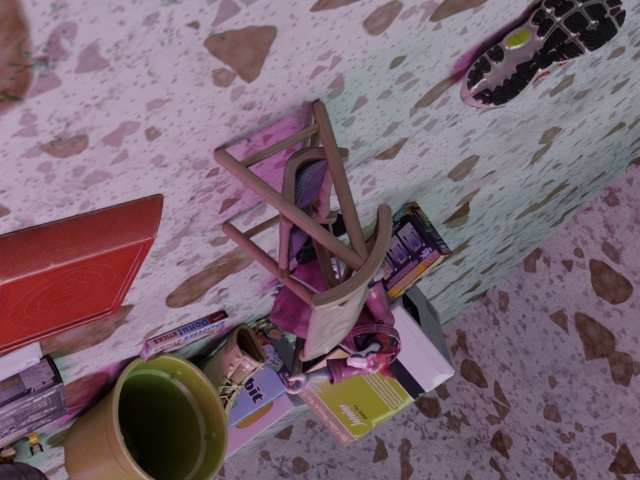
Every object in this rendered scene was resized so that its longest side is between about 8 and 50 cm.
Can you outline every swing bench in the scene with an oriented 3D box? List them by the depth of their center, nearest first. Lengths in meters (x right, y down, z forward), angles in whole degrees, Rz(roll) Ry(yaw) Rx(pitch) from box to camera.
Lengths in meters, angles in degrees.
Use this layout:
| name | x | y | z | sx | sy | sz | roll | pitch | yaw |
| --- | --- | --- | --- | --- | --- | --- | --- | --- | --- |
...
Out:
| name | x | y | z | sx | sy | sz | roll | pitch | yaw |
| --- | --- | --- | --- | --- | --- | --- | --- | --- | --- |
| swing bench | -0.011 | 0.000 | 1.079 | 0.165 | 0.254 | 0.253 | -29 | 163 | -16 |

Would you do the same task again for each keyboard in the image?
| name | x | y | z | sx | sy | sz | roll | pitch | yaw |
| --- | --- | --- | --- | --- | --- | --- | --- | --- | --- |
| keyboard | -0.530 | 0.216 | 1.145 | 0.256 | 0.014 | 0.072 | -26 | 157 | -24 |

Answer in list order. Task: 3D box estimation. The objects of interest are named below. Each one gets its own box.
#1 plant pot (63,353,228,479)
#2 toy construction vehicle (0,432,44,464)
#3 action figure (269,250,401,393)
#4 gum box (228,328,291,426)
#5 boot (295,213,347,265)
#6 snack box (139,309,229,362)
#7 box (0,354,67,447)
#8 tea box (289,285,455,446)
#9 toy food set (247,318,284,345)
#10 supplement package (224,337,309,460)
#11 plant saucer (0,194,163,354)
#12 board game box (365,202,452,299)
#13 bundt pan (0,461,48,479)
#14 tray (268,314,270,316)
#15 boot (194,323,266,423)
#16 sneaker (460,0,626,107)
| name | x | y | z | sx | sy | sz | roll | pitch | yaw |
| --- | --- | --- | --- | --- | --- | --- | --- | --- | --- |
| plant pot | -0.371 | 0.396 | 1.577 | 0.254 | 0.276 | 0.276 | -30 | 168 | 33 |
| toy construction vehicle | -0.591 | 0.408 | 1.541 | 0.086 | 0.035 | 0.098 | -17 | 158 | -20 |
| action figure | 0.057 | 0.174 | 1.511 | 0.276 | 0.370 | 0.248 | 23 | 100 | -36 |
| gum box | -0.173 | 0.326 | 1.868 | 0.184 | 0.157 | 0.041 | -33 | 164 | -4 |
| boot | 0.001 | 0.000 | 1.476 | 0.121 | 0.045 | 0.099 | -26 | 162 | -12 |
| snack box | -0.264 | 0.187 | 1.540 | 0.178 | 0.022 | 0.064 | -20 | 158 | -37 |
| box | -0.527 | 0.286 | 1.265 | 0.231 | 0.056 | 0.183 | -25 | 162 | -25 |
| tea box | 0.118 | 0.260 | 1.912 | 0.323 | 0.220 | 0.329 | -36 | -167 | 13 |
| toy food set | -0.137 | 0.211 | 1.821 | 0.078 | 0.019 | 0.122 | -28 | 147 | 0 |
| supplement package | -0.172 | 0.404 | 2.012 | 0.263 | 0.199 | 0.198 | -38 | 162 | 15 |
| plant saucer | -0.335 | 0.060 | 1.008 | 0.259 | 0.047 | 0.258 | -21 | 159 | -40 |
| board game box | 0.182 | 0.023 | 1.712 | 0.048 | 0.141 | 0.170 | -11 | 153 | -52 |
| bundt pan | -0.671 | 0.527 | 1.511 | 0.331 | 0.124 | 0.331 | -22 | 161 | -8 |
| tray | 0.018 | 0.180 | 1.748 | 0.145 | 0.030 | 0.270 | -21 | -160 | -34 |
| boot | -0.201 | 0.327 | 1.697 | 0.095 | 0.262 | 0.203 | 31 | 118 | -31 |
| sneaker | 0.331 | -0.298 | 1.215 | 0.279 | 0.107 | 0.118 | -31 | -178 | 1 |
